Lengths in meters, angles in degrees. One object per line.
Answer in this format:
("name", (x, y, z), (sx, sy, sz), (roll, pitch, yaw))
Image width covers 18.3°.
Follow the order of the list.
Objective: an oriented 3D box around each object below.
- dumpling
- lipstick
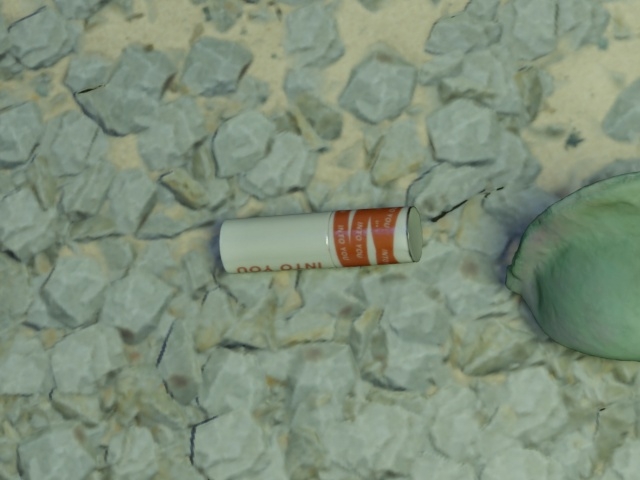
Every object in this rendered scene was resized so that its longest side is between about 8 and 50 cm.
("dumpling", (0.207, 0.000, 1.205), (0.216, 0.149, 0.105), (-5, 29, 22))
("lipstick", (0.000, 0.000, 1.320), (0.130, 0.038, 0.038), (-4, 70, 17))
